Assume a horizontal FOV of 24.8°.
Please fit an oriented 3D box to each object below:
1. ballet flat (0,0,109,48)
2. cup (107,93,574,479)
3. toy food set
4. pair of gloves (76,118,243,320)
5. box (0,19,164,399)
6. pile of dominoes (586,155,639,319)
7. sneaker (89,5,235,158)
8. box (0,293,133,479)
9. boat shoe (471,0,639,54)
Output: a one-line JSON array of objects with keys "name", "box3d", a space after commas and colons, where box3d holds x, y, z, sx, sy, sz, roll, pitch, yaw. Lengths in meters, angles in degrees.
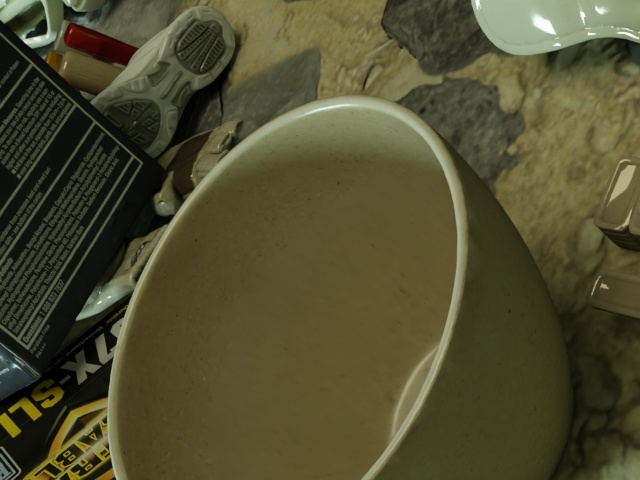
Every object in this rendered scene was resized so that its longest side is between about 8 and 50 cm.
[{"name": "ballet flat", "box3d": [-0.330, -0.329, 1.837, 0.409, 0.147, 0.147, -24, 50, 41]}, {"name": "cup", "box3d": [0.044, 0.096, 1.036, 0.331, 0.237, 0.331, -26, 49, 35]}, {"name": "toy food set", "box3d": [-0.262, -0.186, 1.696, 0.232, 0.104, 0.111, -128, 58, -68]}, {"name": "pair of gloves", "box3d": [-0.168, -0.018, 1.454, 0.204, 0.042, 0.240, -21, 32, 49]}, {"name": "box", "box3d": [-0.354, -0.040, 1.376, 0.182, 0.294, 0.296, -28, 26, 41]}, {"name": "pile of dominoes", "box3d": [0.311, -0.018, 0.995, 0.251, 0.040, 0.196, 14, 76, 42]}, {"name": "sneaker", "box3d": [-0.191, -0.153, 1.573, 0.232, 0.090, 0.115, -46, 18, -15]}, {"name": "box", "box3d": [-0.183, 0.186, 1.263, 0.322, 0.079, 0.257, -40, 34, -14]}, {"name": "boat shoe", "box3d": [0.251, -0.199, 1.102, 0.091, 0.109, 0.305, -32, 24, -34]}]
